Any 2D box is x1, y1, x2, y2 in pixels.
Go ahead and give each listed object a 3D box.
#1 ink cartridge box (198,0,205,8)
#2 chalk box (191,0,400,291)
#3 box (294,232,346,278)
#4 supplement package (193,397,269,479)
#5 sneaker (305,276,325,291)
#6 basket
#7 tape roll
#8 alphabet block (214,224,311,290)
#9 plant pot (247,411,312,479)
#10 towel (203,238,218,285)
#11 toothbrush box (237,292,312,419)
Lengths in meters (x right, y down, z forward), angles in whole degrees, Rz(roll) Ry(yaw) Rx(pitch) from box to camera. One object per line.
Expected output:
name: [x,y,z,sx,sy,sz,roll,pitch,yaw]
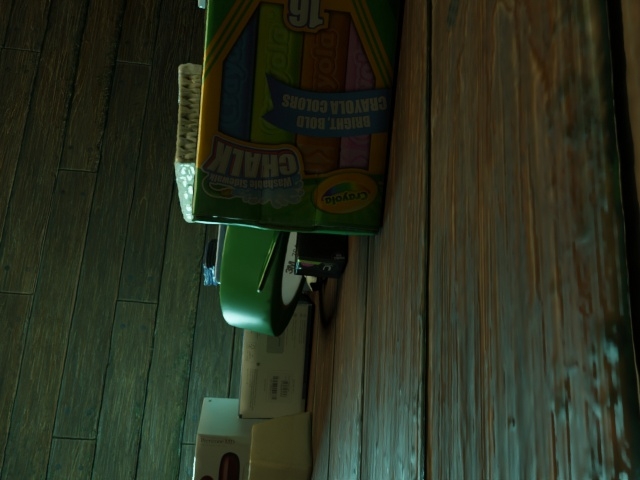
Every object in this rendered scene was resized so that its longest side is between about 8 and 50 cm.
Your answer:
ink cartridge box: [-0.046,-0.375,0.725,0.160,0.219,0.093,101,172,-46]
chalk box: [-0.032,-0.094,0.586,0.180,0.179,0.289,-141,55,-82]
box: [0.000,0.000,0.732,0.052,0.062,0.083,105,170,-60]
supplement package: [-0.142,0.432,1.090,0.149,0.194,0.203,-120,35,-78]
sneaker: [-0.003,0.038,0.885,0.109,0.040,0.044,95,161,-51]
basket: [-0.183,-0.210,1.375,0.331,0.328,0.267,114,158,-66]
tape roll: [-0.060,-0.018,0.866,0.321,0.077,0.321,13,-90,-83]
alphabet block: [-0.104,0.000,1.125,0.197,0.192,0.194,136,141,-82]
plant pot: [-0.068,0.354,0.927,0.109,0.096,0.109,-94,11,-54]
towel: [-0.219,0.045,1.139,0.119,0.029,0.067,109,165,-66]
toothbrush box: [-0.096,0.216,1.156,0.295,0.126,0.216,173,101,-83]
